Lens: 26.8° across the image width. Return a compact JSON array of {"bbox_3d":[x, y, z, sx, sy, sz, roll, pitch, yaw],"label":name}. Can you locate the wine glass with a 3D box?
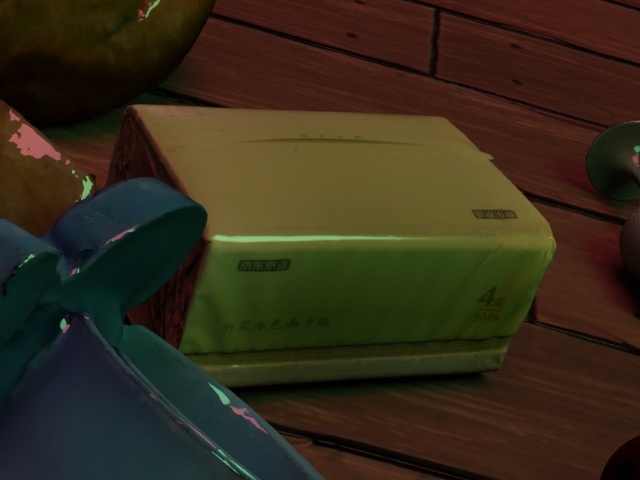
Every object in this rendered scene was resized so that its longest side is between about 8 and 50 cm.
[{"bbox_3d":[0.262,-0.017,1.034,0.079,0.079,0.195,11,29,-10],"label":"wine glass"}]

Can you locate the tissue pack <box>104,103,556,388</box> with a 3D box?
[{"bbox_3d":[0.000,0.000,0.826,0.234,0.125,0.159,0,34,-27],"label":"tissue pack"}]

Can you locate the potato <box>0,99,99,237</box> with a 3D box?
[{"bbox_3d":[-0.214,-0.027,0.697,0.100,0.120,0.261,50,-16,-19],"label":"potato"}]

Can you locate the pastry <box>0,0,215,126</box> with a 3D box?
[{"bbox_3d":[-0.250,-0.218,1.031,0.356,0.163,0.356,11,33,-7],"label":"pastry"}]

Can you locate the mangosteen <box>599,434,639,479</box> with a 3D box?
[{"bbox_3d":[0.189,0.145,0.736,0.081,0.081,0.081,12,30,-7],"label":"mangosteen"}]

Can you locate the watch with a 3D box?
[{"bbox_3d":[-0.082,0.098,0.564,0.193,0.211,0.211,40,35,9],"label":"watch"}]
